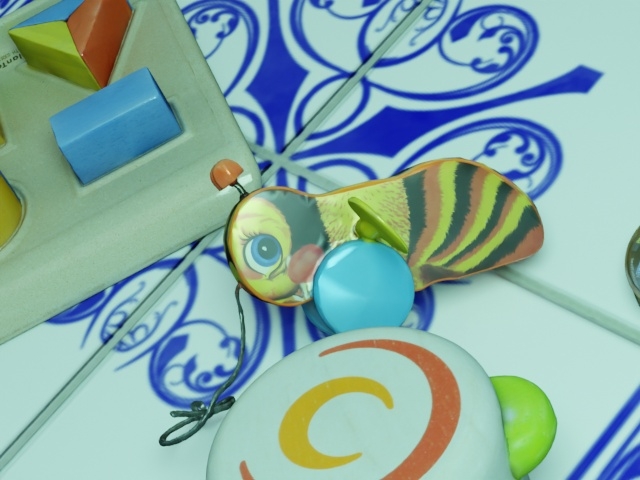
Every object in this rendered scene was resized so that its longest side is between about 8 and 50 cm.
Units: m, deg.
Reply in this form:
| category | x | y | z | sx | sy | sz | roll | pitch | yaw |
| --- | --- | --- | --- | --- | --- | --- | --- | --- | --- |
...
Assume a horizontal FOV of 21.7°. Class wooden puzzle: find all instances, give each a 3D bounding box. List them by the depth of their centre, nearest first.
| category | x | y | z | sx | sy | sz | roll | pitch | yaw |
| --- | --- | --- | --- | --- | --- | --- | --- | --- | --- |
| wooden puzzle | -0.247 | -0.092 | 1.430 | 0.322 | 0.080 | 0.348 | -28 | 47 | 0 |

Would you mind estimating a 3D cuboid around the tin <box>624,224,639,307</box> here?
| category | x | y | z | sx | sy | sz | roll | pitch | yaw |
| --- | --- | --- | --- | --- | --- | --- | --- | --- | --- |
| tin | 0.301 | 0.023 | 1.124 | 0.189 | 0.040 | 0.106 | 8 | 61 | 29 |

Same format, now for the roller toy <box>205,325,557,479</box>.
| category | x | y | z | sx | sy | sz | roll | pitch | yaw |
| --- | --- | --- | --- | --- | --- | --- | --- | --- | --- |
| roller toy | 0.034 | 0.164 | 1.050 | 0.209 | 0.146 | 0.191 | 11 | 49 | 37 |

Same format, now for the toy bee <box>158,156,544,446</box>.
| category | x | y | z | sx | sy | sz | roll | pitch | yaw |
| --- | --- | --- | --- | --- | --- | --- | --- | --- | --- |
| toy bee | 0.000 | 0.000 | 1.168 | 0.298 | 0.162 | 0.195 | -28 | 4 | -29 |
